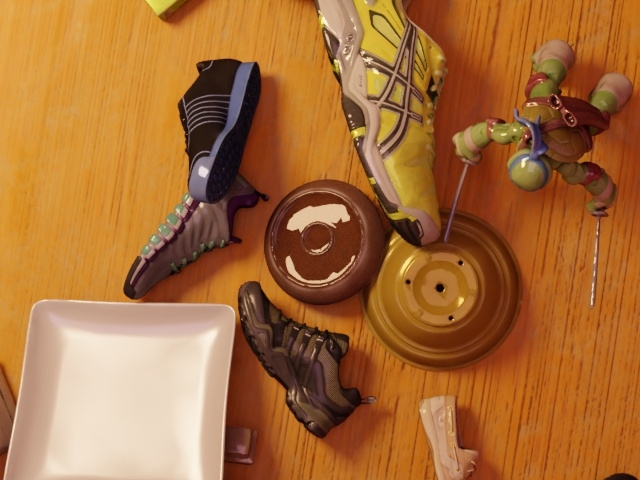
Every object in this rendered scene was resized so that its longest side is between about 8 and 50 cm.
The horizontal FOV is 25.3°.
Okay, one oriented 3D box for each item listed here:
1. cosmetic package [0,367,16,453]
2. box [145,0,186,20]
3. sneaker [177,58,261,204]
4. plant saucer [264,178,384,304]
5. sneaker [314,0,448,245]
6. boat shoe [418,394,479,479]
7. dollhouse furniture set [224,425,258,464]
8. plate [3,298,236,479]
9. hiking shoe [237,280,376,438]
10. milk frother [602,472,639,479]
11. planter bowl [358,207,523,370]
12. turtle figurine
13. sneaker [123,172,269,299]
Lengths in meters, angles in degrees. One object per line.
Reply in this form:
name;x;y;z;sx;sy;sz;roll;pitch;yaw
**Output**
cosmetic package;-0.529;0.253;1.817;0.224;0.224;0.138;-24;85;8
box;-0.230;-0.400;1.925;0.109;0.042;0.178;-40;85;2
sneaker;-0.147;-0.144;1.853;0.090;0.081;0.232;5;52;16
plant saucer;0.000;0.000;1.869;0.168;0.029;0.168;-3;80;18
sneaker;0.100;-0.183;1.817;0.147;0.145;0.385;-16;78;2
boat shoe;0.176;0.281;1.841;0.059;0.063;0.170;-18;85;10
dollhouse furniture set;-0.256;0.413;1.869;0.303;0.174;0.356;8;68;5
plate;-0.253;0.212;1.840;0.277;0.045;0.278;1;64;5
hiking shoe;-0.023;0.140;1.867;0.114;0.086;0.227;-31;90;-11
milk frother;0.433;0.338;1.779;0.129;0.135;0.143;30;93;-25
planter bowl;0.155;0.063;1.842;0.217;0.090;0.217;0;88;5
turtle figurine;0.278;-0.108;1.801;0.197;0.275;0.266;7;43;29
sneaker;-0.166;0.002;1.879;0.098;0.083;0.224;37;90;1
